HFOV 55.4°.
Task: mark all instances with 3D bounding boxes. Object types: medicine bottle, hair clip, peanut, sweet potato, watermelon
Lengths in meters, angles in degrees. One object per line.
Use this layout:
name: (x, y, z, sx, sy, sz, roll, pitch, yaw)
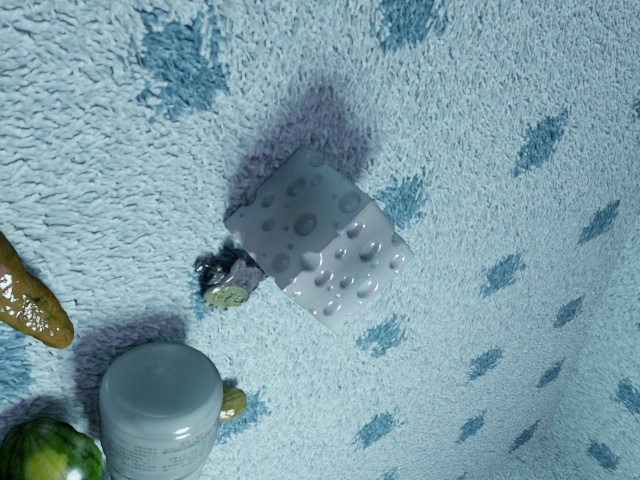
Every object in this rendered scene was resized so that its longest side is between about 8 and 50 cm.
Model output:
medicine bottle: (-0.342, 0.396, 1.296, 0.245, 0.245, 0.306, -11, 131, -33)
hair clip: (-0.195, 0.092, 1.311, 0.146, 0.056, 0.187, -44, 143, 9)
peanut: (-0.273, 0.419, 1.504, 0.193, 0.089, 0.089, -9, 128, -30)
sweet potato: (-0.508, 0.093, 1.013, 0.095, 0.106, 0.354, -6, 135, 7)
watermelon: (-0.549, 0.471, 1.227, 0.204, 0.127, 0.232, 1, 121, 4)

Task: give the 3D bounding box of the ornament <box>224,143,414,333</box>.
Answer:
ornament: (0.000, 0.000, 1.250, 0.240, 0.240, 0.239, -45, 140, -1)
